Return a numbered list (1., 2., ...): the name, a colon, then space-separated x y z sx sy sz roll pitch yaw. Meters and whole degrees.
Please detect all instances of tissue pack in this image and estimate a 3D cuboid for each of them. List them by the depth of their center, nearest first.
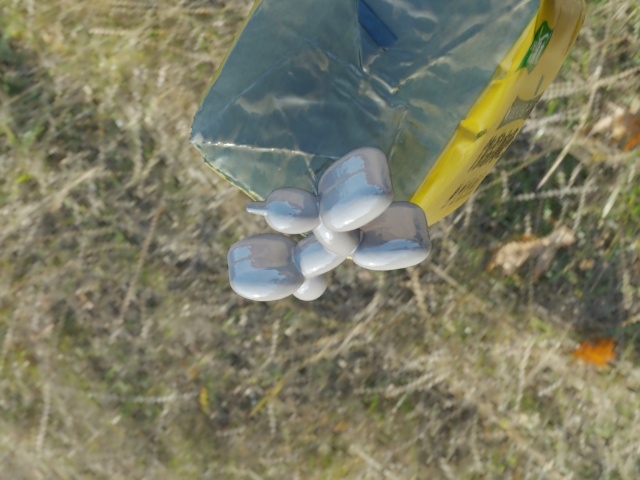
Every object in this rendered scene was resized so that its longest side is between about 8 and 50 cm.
1. tissue pack: 0.082 -0.164 1.260 0.228 0.382 0.293 36 105 10

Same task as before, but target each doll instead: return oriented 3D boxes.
1. doll: 0.000 0.000 1.054 0.160 0.059 0.161 -17 150 13
